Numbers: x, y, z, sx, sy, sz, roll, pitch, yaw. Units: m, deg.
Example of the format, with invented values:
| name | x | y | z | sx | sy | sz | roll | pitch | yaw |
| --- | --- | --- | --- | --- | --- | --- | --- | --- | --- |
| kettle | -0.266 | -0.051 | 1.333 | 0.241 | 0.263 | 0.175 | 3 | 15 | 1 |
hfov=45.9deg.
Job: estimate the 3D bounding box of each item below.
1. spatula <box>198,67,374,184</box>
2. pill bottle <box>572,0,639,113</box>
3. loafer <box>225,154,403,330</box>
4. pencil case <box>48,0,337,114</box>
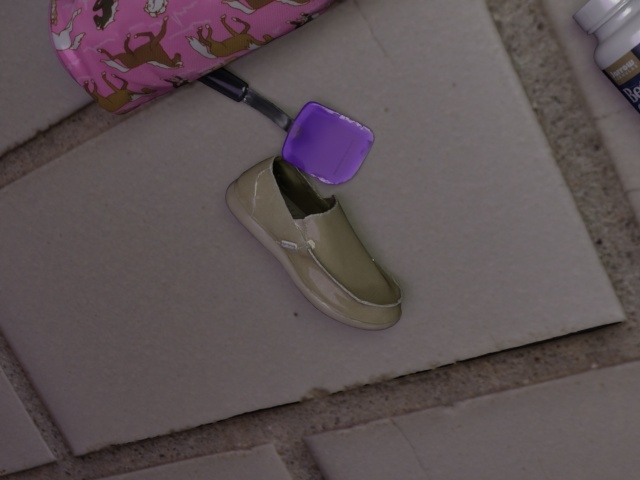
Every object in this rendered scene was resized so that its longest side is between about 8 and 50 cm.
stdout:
| name | x | y | z | sx | sy | sz | roll | pitch | yaw |
| --- | --- | --- | --- | --- | --- | --- | --- | --- | --- |
| spatula | -0.077 | -0.167 | 0.920 | 0.296 | 0.030 | 0.084 | 32 | 107 | 12 |
| pill bottle | 0.318 | -0.171 | 0.704 | 0.169 | 0.094 | 0.094 | 48 | 121 | 1 |
| loafer | 0.000 | 0.000 | 0.912 | 0.268 | 0.102 | 0.092 | 41 | 127 | 6 |
| pencil case | -0.116 | -0.278 | 0.810 | 0.386 | 0.167 | 0.160 | -22 | 123 | 25 |
